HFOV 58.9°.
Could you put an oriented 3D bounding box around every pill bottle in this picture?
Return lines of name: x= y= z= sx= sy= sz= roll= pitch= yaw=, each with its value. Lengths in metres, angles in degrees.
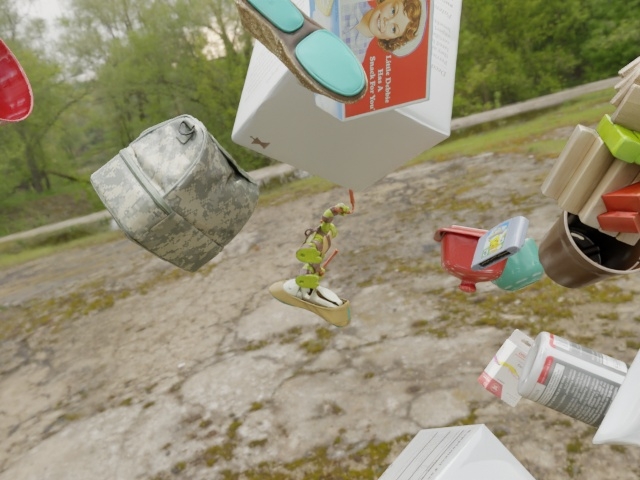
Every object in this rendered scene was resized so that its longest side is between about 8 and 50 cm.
pill bottle: x=0.609 y=0.331 z=1.274 sx=0.283 sy=0.161 sz=0.161 roll=22 pitch=28 yaw=15

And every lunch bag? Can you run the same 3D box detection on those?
lunch bag: x=-0.287 y=-0.102 z=1.219 sx=0.256 sy=0.212 sz=0.305 roll=-39 pitch=-28 yaw=0

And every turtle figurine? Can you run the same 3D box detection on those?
turtle figurine: x=0.000 y=0.000 z=1.333 sx=0.087 sy=0.269 sz=0.217 roll=23 pitch=32 yaw=5

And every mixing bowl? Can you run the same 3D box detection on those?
mixing bowl: x=-0.451 y=-0.196 z=0.672 sx=0.098 sy=0.181 sz=0.181 roll=-29 pitch=13 yaw=11

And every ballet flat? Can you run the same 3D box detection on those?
ballet flat: x=-0.023 y=0.129 z=1.354 sx=0.232 sy=0.073 sz=0.080 roll=21 pitch=36 yaw=25
ballet flat: x=-0.023 y=-0.228 z=0.675 sx=0.073 sy=0.206 sz=0.067 roll=-36 pitch=-12 yaw=-19

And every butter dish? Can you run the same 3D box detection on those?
butter dish: x=0.293 y=0.043 z=1.098 sx=0.160 sy=0.118 sz=0.160 roll=10 pitch=-7 yaw=10

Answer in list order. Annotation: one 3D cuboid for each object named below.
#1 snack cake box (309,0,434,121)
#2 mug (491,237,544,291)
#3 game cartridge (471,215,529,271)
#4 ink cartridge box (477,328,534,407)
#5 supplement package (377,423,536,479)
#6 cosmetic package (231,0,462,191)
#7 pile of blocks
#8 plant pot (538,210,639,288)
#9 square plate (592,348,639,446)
snack cake box: x=0.071 y=-0.314 z=0.779 sx=0.152 sy=0.264 sz=0.089 roll=-19 pitch=36 yaw=-22
mug: x=0.479 y=0.069 z=1.384 sx=0.129 sy=0.097 sz=0.158 roll=-26 pitch=-17 yaw=8
game cartridge: x=0.223 y=0.003 z=0.707 sx=0.083 sy=0.017 sz=0.056 roll=-41 pitch=16 yaw=55
ink cartridge box: x=0.577 y=0.378 z=1.684 sx=0.198 sy=0.115 sz=0.067 roll=-56 pitch=10 yaw=3
supplement package: x=0.157 y=0.297 z=0.678 sx=0.105 sy=0.105 sz=0.179 roll=-40 pitch=-6 yaw=-24
cosmetic package: x=0.054 y=-0.372 z=1.170 sx=0.327 sy=0.393 sz=0.329 roll=20 pitch=-24 yaw=-23
pile of blocks: x=0.380 y=-0.125 z=0.526 sx=0.362 sy=0.149 sz=0.112 roll=-41 pitch=13 yaw=28
plant pot: x=0.478 y=0.004 z=1.005 sx=0.167 sy=0.167 sz=0.165 roll=-19 pitch=-18 yaw=-10
square plate: x=0.418 y=0.078 z=0.593 sx=0.049 sy=0.347 sz=0.344 roll=30 pitch=82 yaw=21
